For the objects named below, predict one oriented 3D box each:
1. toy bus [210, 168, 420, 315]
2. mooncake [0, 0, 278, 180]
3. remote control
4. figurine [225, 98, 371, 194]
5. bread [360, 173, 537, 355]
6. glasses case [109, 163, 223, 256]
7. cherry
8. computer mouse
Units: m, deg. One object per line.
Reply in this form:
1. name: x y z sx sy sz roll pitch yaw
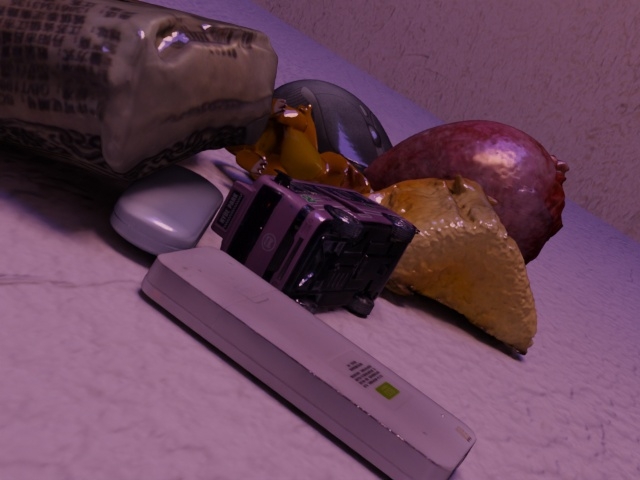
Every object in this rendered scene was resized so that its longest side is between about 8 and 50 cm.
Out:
1. toy bus: 0.000 0.000 0.886 0.108 0.096 0.199 36 14 25
2. mooncake: -0.184 -0.133 0.823 0.254 0.136 0.250 17 17 19
3. remote control: -0.007 0.084 0.714 0.250 0.034 0.103 34 15 14
4. figurine: -0.031 -0.080 1.129 0.176 0.121 0.122 28 -17 -36
5. bread: 0.133 -0.001 1.075 0.252 0.133 0.174 27 17 -17
6. glasses case: -0.123 -0.027 0.832 0.067 0.045 0.178 28 16 -4
7. cherry: 0.173 -0.054 1.242 0.250 0.192 0.175 16 49 -1
8. computer mouse: 0.051 -0.158 1.532 0.167 0.090 0.379 15 23 -42
